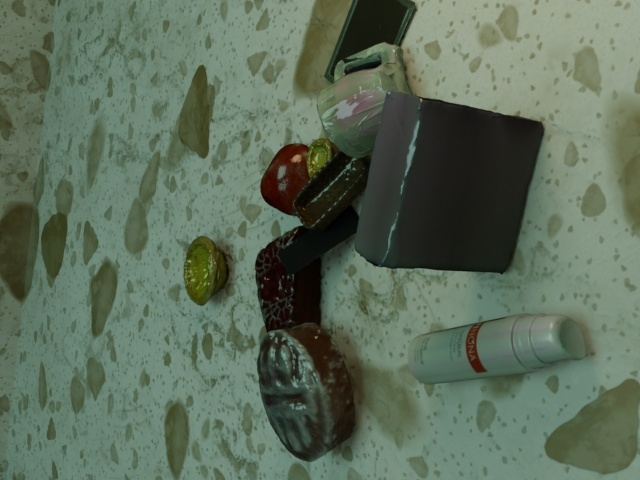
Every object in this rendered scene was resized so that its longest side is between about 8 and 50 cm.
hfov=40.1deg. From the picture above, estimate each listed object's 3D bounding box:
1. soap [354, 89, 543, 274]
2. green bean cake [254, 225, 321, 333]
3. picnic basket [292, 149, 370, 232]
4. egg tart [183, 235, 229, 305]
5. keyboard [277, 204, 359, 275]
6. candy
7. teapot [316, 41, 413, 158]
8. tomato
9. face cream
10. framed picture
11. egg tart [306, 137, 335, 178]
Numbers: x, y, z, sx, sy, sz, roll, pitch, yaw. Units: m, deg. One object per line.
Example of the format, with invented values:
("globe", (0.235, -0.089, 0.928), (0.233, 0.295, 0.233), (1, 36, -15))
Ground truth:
("soap", (0.220, -0.089, 1.484), (0.107, 0.296, 0.286), (25, 106, 54))
("green bean cake", (-0.067, 0.104, 2.015), (0.198, 0.097, 0.233), (-27, 66, 49))
("picnic basket", (0.029, -0.108, 1.896), (0.193, 0.055, 0.110), (-44, 51, 13))
("egg tart", (-0.305, 0.081, 2.353), (0.191, 0.074, 0.191), (-3, 86, 54))
("keyboard", (0.001, 0.001, 1.912), (0.196, 0.015, 0.074), (-34, 58, 5))
("candy", (-0.030, 0.321, 1.894), (0.214, 0.157, 0.290), (-11, 94, 49))
("teapot", (0.110, -0.287, 1.789), (0.178, 0.163, 0.222), (-26, 26, 33))
("tomato", (-0.089, -0.149, 2.073), (0.166, 0.082, 0.174), (31, 114, 50))
("face cream", (0.298, 0.188, 1.520), (0.345, 0.101, 0.102), (-22, 70, 51))
("framed picture", (0.103, -0.426, 1.891), (0.197, 0.014, 0.252), (48, 125, 43))
("egg tart", (0.006, -0.181, 1.983), (0.105, 0.039, 0.105), (-5, 84, 53))
